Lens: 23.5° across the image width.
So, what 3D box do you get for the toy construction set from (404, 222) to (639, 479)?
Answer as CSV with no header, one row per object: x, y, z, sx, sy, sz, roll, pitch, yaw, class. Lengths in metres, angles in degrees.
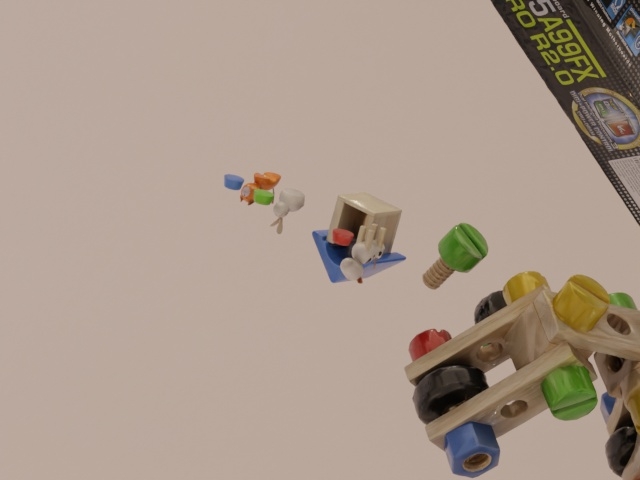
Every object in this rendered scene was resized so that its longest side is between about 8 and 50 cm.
0.214,0.103,1.094,0.257,0.237,0.309,34,-144,-11,toy construction set

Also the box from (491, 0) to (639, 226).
0.204,-0.175,0.959,0.270,0.060,0.216,53,-124,-23,box

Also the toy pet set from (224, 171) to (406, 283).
0.000,0.000,1.140,0.114,0.122,0.065,-7,-62,-49,toy pet set
